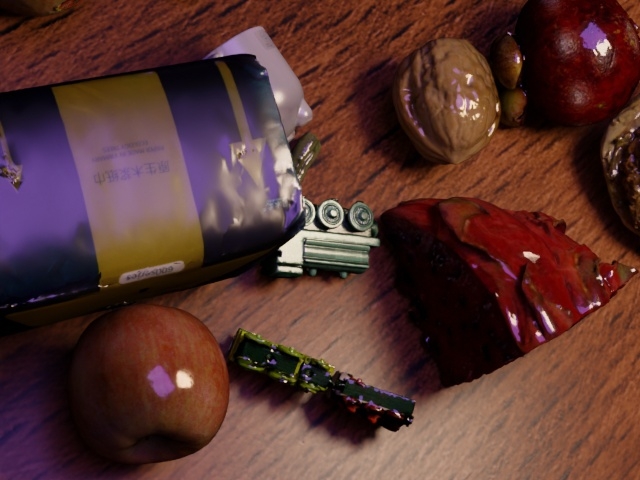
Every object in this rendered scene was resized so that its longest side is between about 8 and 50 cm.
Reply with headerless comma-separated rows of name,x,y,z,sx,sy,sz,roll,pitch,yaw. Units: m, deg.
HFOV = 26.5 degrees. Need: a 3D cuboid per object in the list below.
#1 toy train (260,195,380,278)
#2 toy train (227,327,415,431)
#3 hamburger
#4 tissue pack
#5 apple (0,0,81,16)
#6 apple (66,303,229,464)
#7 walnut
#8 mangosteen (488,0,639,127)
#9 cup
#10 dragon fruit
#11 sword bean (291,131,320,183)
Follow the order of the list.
toy train,0.000,0.000,1.809,0.170,0.071,0.111,6,82,-29
toy train,0.004,0.180,1.736,0.250,0.085,0.053,24,88,-10
hamburger,0.551,-0.122,2.040,0.283,0.145,0.259,-28,112,-30
tissue pack,-0.257,-0.050,1.570,0.417,0.264,0.253,-15,84,-26
apple,-0.369,-0.398,1.756,0.211,0.188,0.211,8,70,-22
apple,-0.203,0.166,1.595,0.188,0.188,0.173,0,60,-23
walnut,0.178,-0.191,1.920,0.155,0.155,0.184,-1,66,-23
mangosteen,0.344,-0.260,2.008,0.258,0.215,0.215,-24,78,3
cup,-0.086,-0.194,1.799,0.134,0.173,0.142,-34,86,-20
dragon fruit,0.287,0.011,1.844,0.329,0.228,0.286,-16,74,-25
sword bean,-0.075,-0.049,1.824,0.043,0.038,0.269,53,56,-25
